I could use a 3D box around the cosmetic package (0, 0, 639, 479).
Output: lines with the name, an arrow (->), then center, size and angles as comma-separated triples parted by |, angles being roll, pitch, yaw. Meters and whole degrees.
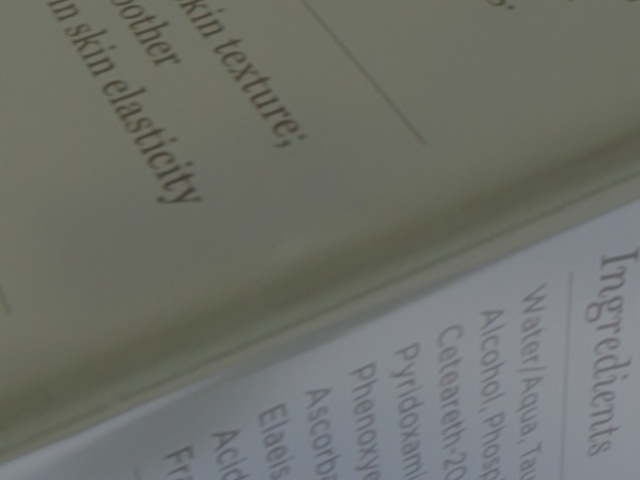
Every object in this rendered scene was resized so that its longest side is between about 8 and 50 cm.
cosmetic package -> 0.000, 0.000, 0.556 | 0.393, 0.327, 0.329 | -22, -133, -15
